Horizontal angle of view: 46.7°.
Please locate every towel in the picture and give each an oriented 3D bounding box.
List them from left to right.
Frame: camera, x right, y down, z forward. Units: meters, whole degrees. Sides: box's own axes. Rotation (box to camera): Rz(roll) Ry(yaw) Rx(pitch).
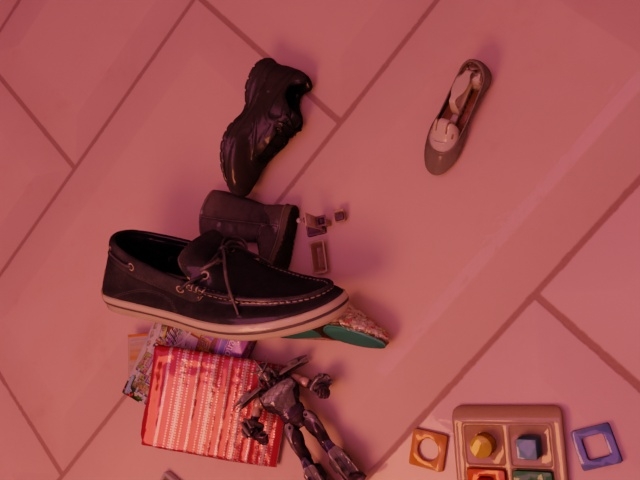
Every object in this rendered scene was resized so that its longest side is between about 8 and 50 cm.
[{"bbox_3d":[-0.202,0.315,1.418,0.274,0.031,0.199,9,91,5],"label":"towel"}]

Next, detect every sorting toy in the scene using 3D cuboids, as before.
[{"bbox_3d":[0.301,0.366,1.196,0.347,0.047,0.196,-7,79,27],"label":"sorting toy"}]

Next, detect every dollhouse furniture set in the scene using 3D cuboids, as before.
[{"bbox_3d":[0.000,0.000,1.390,0.091,0.081,0.114,-13,77,26],"label":"dollhouse furniture set"}]

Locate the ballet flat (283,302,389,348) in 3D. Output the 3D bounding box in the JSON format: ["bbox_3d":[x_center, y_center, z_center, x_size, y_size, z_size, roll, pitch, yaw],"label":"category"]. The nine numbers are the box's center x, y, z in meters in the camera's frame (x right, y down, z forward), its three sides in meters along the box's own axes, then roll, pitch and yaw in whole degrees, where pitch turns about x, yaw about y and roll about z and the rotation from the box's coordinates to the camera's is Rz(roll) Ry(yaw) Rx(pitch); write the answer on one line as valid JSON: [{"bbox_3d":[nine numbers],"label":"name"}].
[{"bbox_3d":[0.017,0.145,1.364,0.240,0.091,0.077,3,62,24],"label":"ballet flat"}]

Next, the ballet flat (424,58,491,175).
[{"bbox_3d":[0.232,-0.220,1.309,0.072,0.068,0.213,28,96,28],"label":"ballet flat"}]

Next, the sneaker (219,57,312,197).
[{"bbox_3d":[-0.106,-0.219,1.465,0.130,0.109,0.286,18,89,24],"label":"sneaker"}]

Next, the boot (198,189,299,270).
[{"bbox_3d":[-0.156,-0.005,1.478,0.208,0.076,0.190,8,72,22],"label":"boot"}]

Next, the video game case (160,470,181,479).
[{"bbox_3d":[-0.279,0.589,1.484,0.190,0.022,0.173,29,97,29],"label":"video game case"}]

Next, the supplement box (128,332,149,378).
[{"bbox_3d":[-0.374,0.247,1.575,0.062,0.036,0.099,-7,80,25],"label":"supplement box"}]

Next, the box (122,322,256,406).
[{"bbox_3d":[-0.248,0.221,1.482,0.200,0.057,0.293,27,95,16],"label":"box"}]

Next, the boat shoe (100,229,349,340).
[{"bbox_3d":[-0.189,0.068,1.333,0.500,0.187,0.156,7,109,25],"label":"boat shoe"}]

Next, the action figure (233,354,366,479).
[{"bbox_3d":[-0.037,0.328,1.334,0.185,0.099,0.285,-36,79,0],"label":"action figure"}]
